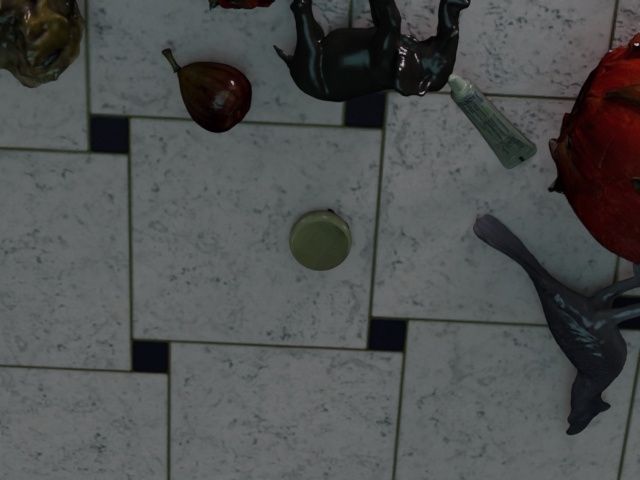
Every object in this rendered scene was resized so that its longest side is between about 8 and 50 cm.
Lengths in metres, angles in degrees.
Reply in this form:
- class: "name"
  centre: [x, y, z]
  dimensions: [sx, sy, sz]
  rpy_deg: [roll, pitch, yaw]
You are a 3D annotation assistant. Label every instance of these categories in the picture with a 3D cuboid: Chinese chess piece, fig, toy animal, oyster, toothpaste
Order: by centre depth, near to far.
- class: "oyster"
  centre: [-0.381, -0.362, 1.588]
  dimensions: [0.237, 0.115, 0.351]
  rpy_deg: [11, 115, -5]
- class: "toy animal"
  centre: [0.068, -0.244, 1.656]
  dimensions: [0.245, 0.114, 0.146]
  rpy_deg: [-4, 110, 26]
- class: "fig"
  centre: [-0.148, -0.194, 1.696]
  dimensions: [0.125, 0.089, 0.089]
  rpy_deg: [37, 113, 12]
- class: "toothpaste"
  centre: [0.211, -0.150, 1.701]
  dimensions: [0.048, 0.029, 0.197]
  rpy_deg: [-34, 136, 15]
- class: "Chinese chess piece"
  centre: [0.000, 0.000, 1.803]
  dimensions: [0.084, 0.034, 0.084]
  rpy_deg: [0, 118, 1]
- class: "toy animal"
  centre: [0.365, 0.102, 1.818]
  dimensions: [0.205, 0.081, 0.367]
  rpy_deg: [-18, 114, 21]

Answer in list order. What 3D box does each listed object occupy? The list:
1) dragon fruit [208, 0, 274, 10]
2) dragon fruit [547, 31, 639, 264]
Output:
- class: "dragon fruit"
  centre: [-0.070, -0.381, 1.549]
  dimensions: [0.192, 0.193, 0.274]
  rpy_deg: [37, 112, 17]
- class: "dragon fruit"
  centre: [0.434, -0.105, 1.619]
  dimensions: [0.301, 0.295, 0.296]
  rpy_deg: [25, 114, 4]
